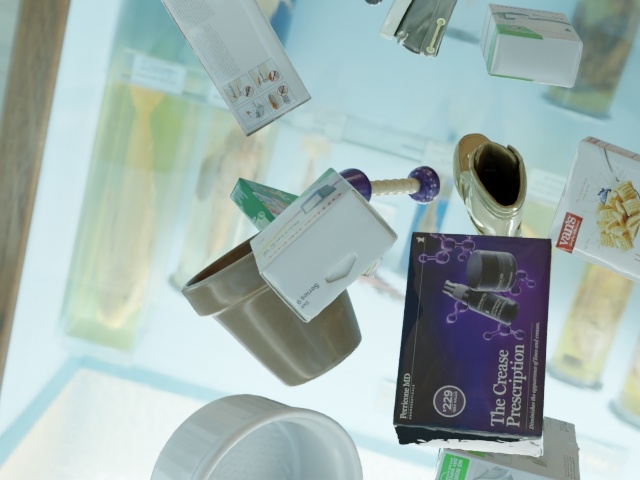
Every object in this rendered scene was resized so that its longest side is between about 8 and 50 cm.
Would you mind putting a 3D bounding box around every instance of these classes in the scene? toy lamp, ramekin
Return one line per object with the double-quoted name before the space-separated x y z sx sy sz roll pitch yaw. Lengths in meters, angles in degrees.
"toy lamp" 0.102 -0.088 1.971 0.080 0.080 0.275 30 -158 35
"ramekin" -0.090 0.335 1.495 0.277 0.277 0.135 -1 -169 -37

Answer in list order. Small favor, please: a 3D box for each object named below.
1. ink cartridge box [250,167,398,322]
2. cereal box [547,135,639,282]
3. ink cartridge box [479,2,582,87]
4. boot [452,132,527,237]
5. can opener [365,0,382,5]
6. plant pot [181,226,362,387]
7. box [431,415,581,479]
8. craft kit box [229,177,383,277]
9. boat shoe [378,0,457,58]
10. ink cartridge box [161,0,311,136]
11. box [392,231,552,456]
"ink cartridge box" 0.000 0.000 1.439 0.093 0.154 0.212 46 -177 -14
"cereal box" 0.464 -0.030 1.649 0.240 0.173 0.047 24 -154 23
"ink cartridge box" 0.392 -0.371 2.152 0.160 0.092 0.219 7 -155 -1
"boot" 0.265 -0.104 1.796 0.095 0.203 0.262 -9 -123 3
"can opener" 0.105 -0.477 1.745 0.076 0.283 0.095 -20 -132 -16
"plant pot" -0.055 0.102 1.817 0.229 0.263 0.263 59 -160 -7
"box" 0.313 0.379 1.935 0.231 0.126 0.262 14 -165 5
"craft kit box" -0.031 -0.027 2.344 0.247 0.061 0.250 19 -163 -37
"boat shoe" 0.186 -0.379 1.510 0.091 0.305 0.109 30 -148 -5
"ink cartridge box" -0.162 -0.365 1.882 0.130 0.309 0.272 -30 -153 3
"box" 0.196 0.129 1.450 0.184 0.261 0.103 2 156 13
